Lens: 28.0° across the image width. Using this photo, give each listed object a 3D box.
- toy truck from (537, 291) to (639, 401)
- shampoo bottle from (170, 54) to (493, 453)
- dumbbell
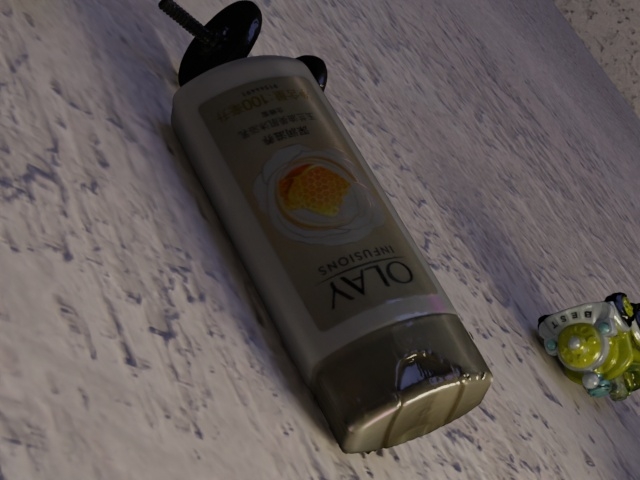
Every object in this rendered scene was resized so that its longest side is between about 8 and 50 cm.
[{"bbox_3d":[0.218,0.088,1.002,0.111,0.076,0.077,20,54,-53],"label":"toy truck"},{"bbox_3d":[0.000,0.000,0.673,0.086,0.056,0.227,-17,58,-20],"label":"shampoo bottle"},{"bbox_3d":[-0.041,-0.101,0.781,0.147,0.069,0.069,38,22,-31],"label":"dumbbell"}]
